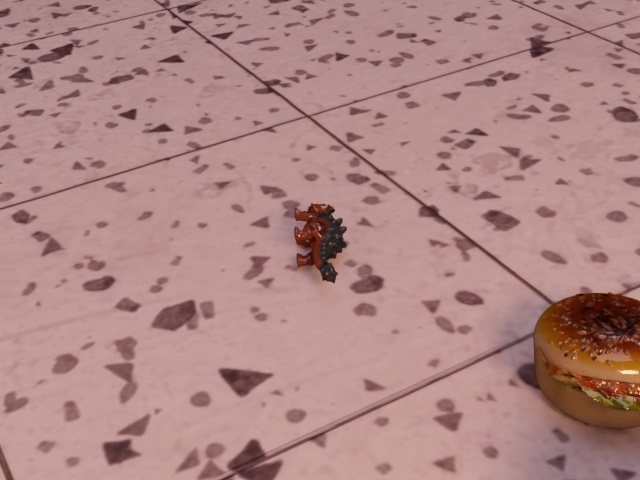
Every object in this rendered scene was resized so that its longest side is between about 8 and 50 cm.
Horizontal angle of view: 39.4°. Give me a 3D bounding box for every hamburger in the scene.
[{"bbox_3d":[0.237,0.094,0.728,0.127,0.081,0.141,8,35,15],"label":"hamburger"}]

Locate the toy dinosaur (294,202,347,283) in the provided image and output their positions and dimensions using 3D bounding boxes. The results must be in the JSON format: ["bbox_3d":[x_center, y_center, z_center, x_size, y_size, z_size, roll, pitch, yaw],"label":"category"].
[{"bbox_3d":[0.000,0.000,0.912,0.055,0.049,0.154,-2,30,-4],"label":"toy dinosaur"}]
